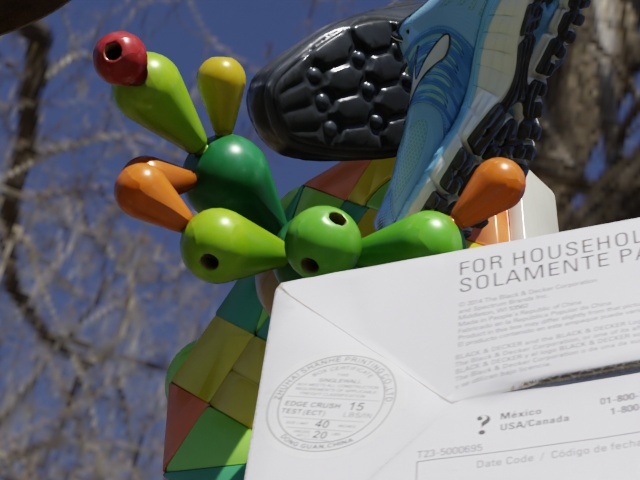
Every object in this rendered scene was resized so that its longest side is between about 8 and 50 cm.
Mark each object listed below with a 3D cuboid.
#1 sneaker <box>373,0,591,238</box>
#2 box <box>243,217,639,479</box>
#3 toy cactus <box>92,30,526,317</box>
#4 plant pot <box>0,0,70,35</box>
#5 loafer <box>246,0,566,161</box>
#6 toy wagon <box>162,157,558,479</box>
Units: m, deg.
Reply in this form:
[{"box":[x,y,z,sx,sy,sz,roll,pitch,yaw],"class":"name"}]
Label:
[{"box":[0.064,-0.071,0.816,0.073,0.162,0.063,30,10,35],"class":"sneaker"},{"box":[0.103,0.129,0.399,0.169,0.087,0.290,-12,-54,14],"class":"box"},{"box":[0.000,0.000,0.739,0.219,0.112,0.180,33,-9,4],"class":"toy cactus"},{"box":[-0.272,-0.285,1.212,0.215,0.215,0.230,3,-47,16],"class":"plant pot"},{"box":[0.040,-0.087,0.940,0.078,0.223,0.076,-8,-79,47],"class":"loafer"},{"box":[0.002,0.096,1.017,0.068,0.344,0.267,40,-11,-34],"class":"toy wagon"}]
